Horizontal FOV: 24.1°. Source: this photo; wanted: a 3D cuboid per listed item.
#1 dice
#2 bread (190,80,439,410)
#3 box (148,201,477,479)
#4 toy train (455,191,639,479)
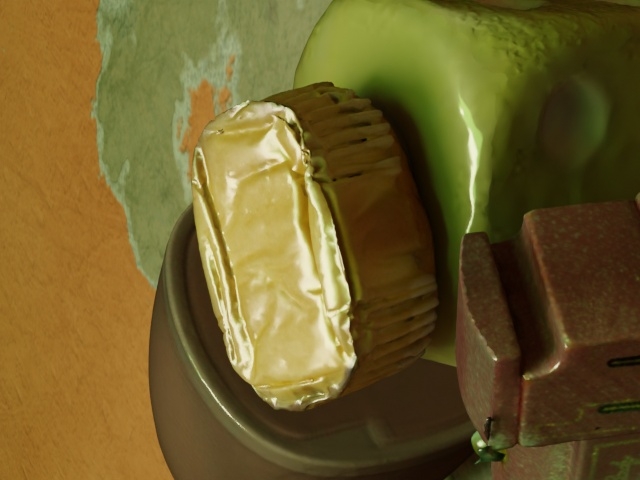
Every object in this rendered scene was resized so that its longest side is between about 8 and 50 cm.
[{"bbox_3d":[0.129,-0.055,1.033,0.227,0.233,0.238,28,120,53],"label":"dice"},{"bbox_3d":[0.000,0.000,0.928,0.132,0.114,0.190,-14,93,48],"label":"bread"},{"bbox_3d":[-0.005,0.107,1.238,0.301,0.301,0.216,65,149,28],"label":"box"},{"bbox_3d":[0.191,0.102,0.902,0.304,0.222,0.150,86,176,-46],"label":"toy train"}]
